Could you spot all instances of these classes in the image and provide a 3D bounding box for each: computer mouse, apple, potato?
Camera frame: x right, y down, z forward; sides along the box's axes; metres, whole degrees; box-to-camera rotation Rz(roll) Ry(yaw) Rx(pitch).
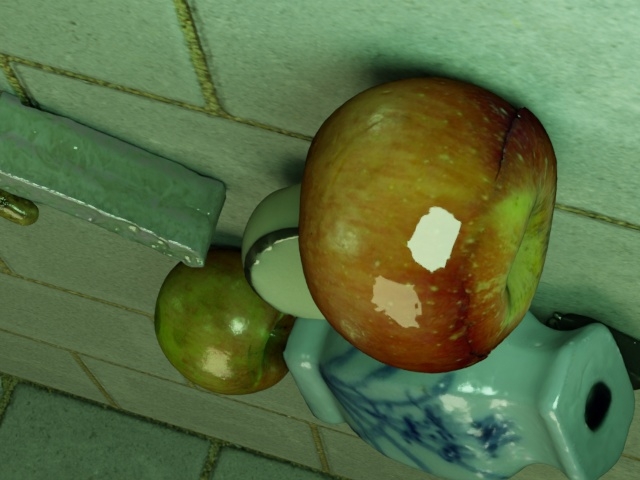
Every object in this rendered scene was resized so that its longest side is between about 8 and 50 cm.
[{"bbox_3d":[0.342,0.142,1.964,0.172,0.057,0.099,29,163,-20],"label":"computer mouse"},{"bbox_3d":[-0.122,0.103,2.119,0.196,0.196,0.196,17,163,5],"label":"apple"},{"bbox_3d":[-0.422,-0.048,2.209,0.083,0.040,0.051,24,175,-14],"label":"potato"},{"bbox_3d":[0.089,-0.013,1.421,0.206,0.251,0.272,14,175,18],"label":"apple"}]

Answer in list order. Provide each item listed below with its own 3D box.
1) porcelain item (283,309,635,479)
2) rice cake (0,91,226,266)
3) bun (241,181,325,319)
[{"bbox_3d":[0.159,0.169,1.959,0.405,0.178,0.242,6,137,38],"label":"porcelain item"},{"bbox_3d":[-0.253,-0.071,1.850,0.298,0.106,0.050,23,152,-13],"label":"rice cake"},{"bbox_3d":[0.000,0.000,1.776,0.173,0.120,0.173,3,139,3],"label":"bun"}]
